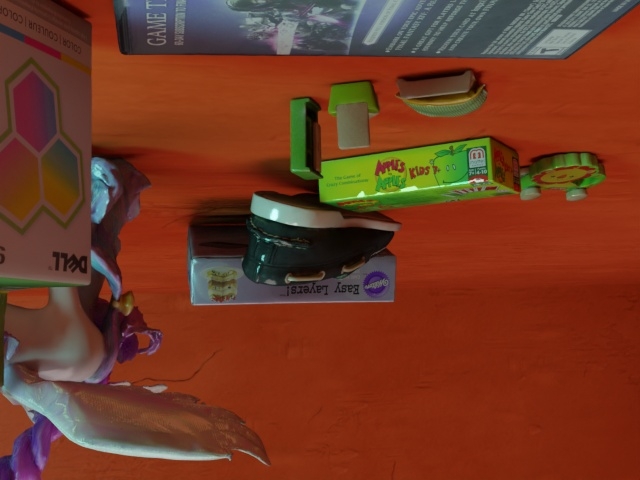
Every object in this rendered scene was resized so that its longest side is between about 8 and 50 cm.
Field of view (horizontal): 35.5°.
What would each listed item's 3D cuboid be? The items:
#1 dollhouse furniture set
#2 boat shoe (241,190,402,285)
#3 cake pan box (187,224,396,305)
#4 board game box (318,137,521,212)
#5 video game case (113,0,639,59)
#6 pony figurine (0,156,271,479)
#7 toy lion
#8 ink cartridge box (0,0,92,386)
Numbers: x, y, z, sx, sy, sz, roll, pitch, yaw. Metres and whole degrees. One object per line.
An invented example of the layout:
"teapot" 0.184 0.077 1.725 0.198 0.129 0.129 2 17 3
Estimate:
"dollhouse furniture set" 0.052 -0.084 0.754 0.151 0.059 0.076 -4 173 15
"boat shoe" 0.000 0.000 1.119 0.114 0.091 0.302 20 -172 28
"cake pan box" -0.043 0.026 1.321 0.266 0.070 0.246 -1 -168 -10
"board game box" 0.099 -0.063 1.002 0.181 0.043 0.092 -6 172 27
"video game case" 0.034 -0.132 0.505 0.274 0.026 0.196 0 173 -9
"pony figurine" -0.245 0.100 0.900 0.350 0.364 0.303 0 172 -22
"toy lion" 0.262 -0.071 1.064 0.100 0.034 0.096 1 165 -24
"ink cartridge box" -0.173 -0.027 0.524 0.062 0.209 0.109 -2 174 18
